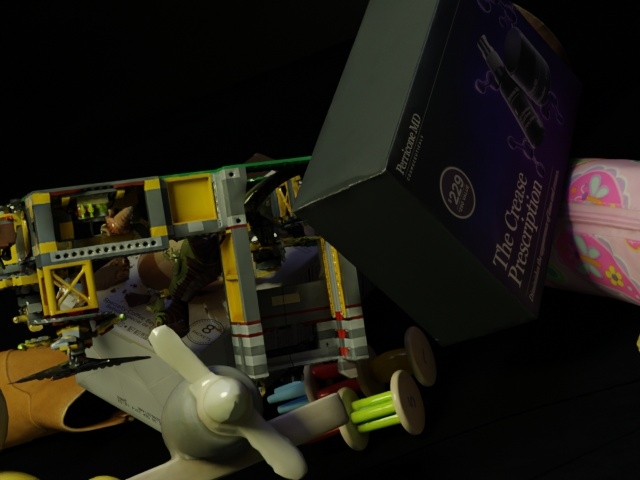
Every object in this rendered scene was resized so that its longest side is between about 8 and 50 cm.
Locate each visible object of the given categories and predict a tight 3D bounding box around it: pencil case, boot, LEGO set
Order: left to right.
[{"bbox_3d":[-0.306,0.173,1.256,0.295,0.104,0.211,-28,16,-21],"label":"boot"},{"bbox_3d":[-0.114,0.049,0.966,0.331,0.192,0.255,-8,-1,-29],"label":"LEGO set"},{"bbox_3d":[0.246,-0.009,0.964,0.124,0.124,0.284,-33,20,-22],"label":"pencil case"}]

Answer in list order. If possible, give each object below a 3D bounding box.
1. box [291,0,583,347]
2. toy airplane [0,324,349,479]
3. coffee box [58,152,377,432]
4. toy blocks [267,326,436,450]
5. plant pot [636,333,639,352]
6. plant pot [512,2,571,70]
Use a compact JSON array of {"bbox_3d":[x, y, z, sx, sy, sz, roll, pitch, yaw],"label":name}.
[{"bbox_3d":[0.103,-0.078,0.942,0.103,0.184,0.261,-25,36,43],"label":"box"},{"bbox_3d":[-0.210,0.193,0.759,0.384,0.272,0.386,-11,14,27],"label":"toy airplane"},{"bbox_3d":[-0.090,0.050,1.183,0.168,0.119,0.297,22,44,30],"label":"coffee box"},{"bbox_3d":[0.016,0.135,0.992,0.148,0.054,0.123,-20,20,23],"label":"toy blocks"},{"bbox_3d":[0.263,0.070,0.793,0.083,0.081,0.081,-36,17,3],"label":"plant pot"},{"bbox_3d":[0.152,-0.133,1.377,0.215,0.215,0.230,-9,38,44],"label":"plant pot"}]
